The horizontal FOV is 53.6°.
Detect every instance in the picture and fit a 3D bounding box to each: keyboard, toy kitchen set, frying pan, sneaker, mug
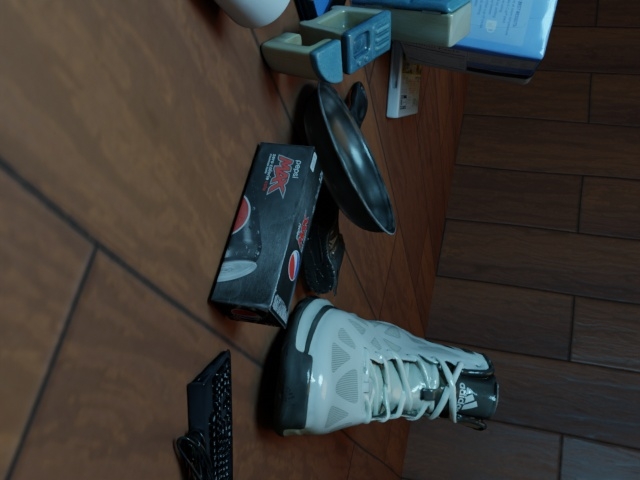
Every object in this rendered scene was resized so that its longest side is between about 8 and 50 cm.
[{"bbox_3d":[-0.091,0.205,0.579,0.100,0.038,0.191,-46,139,-64],"label":"keyboard"},{"bbox_3d":[0.048,-0.252,0.599,0.207,0.122,0.166,-43,140,-40],"label":"toy kitchen set"},{"bbox_3d":[0.025,-0.143,0.780,0.197,0.053,0.326,47,24,-48],"label":"frying pan"},{"bbox_3d":[0.111,0.176,0.856,0.447,0.258,0.169,13,85,-73],"label":"sneaker"},{"bbox_3d":[-0.067,-0.202,0.469,0.062,0.078,0.064,-53,159,14],"label":"mug"},{"bbox_3d":[0.003,0.000,0.788,0.089,0.051,0.170,-65,154,-71],"label":"sneaker"}]

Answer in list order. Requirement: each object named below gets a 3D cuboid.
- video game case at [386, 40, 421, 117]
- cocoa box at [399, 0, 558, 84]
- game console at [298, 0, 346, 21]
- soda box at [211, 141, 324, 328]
[{"bbox_3d":[0.170,-0.350,1.245,0.227,0.026,0.206,-35,131,-67],"label":"video game case"},{"bbox_3d":[0.274,-0.456,1.017,0.228,0.232,0.346,-23,125,-77],"label":"cocoa box"},{"bbox_3d":[0.067,-0.376,0.643,0.293,0.250,0.173,65,10,-62],"label":"game console"},{"bbox_3d":[-0.046,-0.008,0.594,0.053,0.060,0.168,68,32,-62],"label":"soda box"}]
